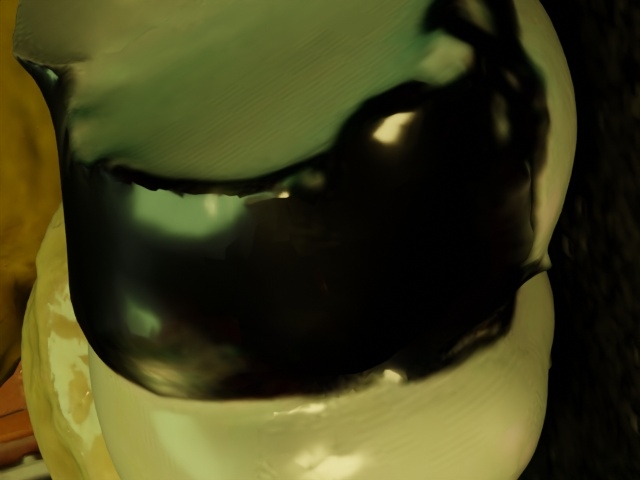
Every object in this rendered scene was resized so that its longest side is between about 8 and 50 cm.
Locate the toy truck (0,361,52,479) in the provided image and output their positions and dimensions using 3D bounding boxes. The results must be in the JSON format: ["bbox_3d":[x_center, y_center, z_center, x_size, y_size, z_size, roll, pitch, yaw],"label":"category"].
[{"bbox_3d":[-0.147,0.068,0.863,0.173,0.206,0.388,108,145,-64],"label":"toy truck"}]

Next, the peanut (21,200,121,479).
[{"bbox_3d":[-0.025,0.105,0.611,0.147,0.147,0.306,-157,51,-72],"label":"peanut"}]

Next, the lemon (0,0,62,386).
[{"bbox_3d":[-0.200,-0.075,0.684,0.297,0.297,0.297,167,90,-75],"label":"lemon"}]

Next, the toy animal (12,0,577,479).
[{"bbox_3d":[0.000,0.000,0.432,0.166,0.138,0.179,-90,-10,-53],"label":"toy animal"}]
